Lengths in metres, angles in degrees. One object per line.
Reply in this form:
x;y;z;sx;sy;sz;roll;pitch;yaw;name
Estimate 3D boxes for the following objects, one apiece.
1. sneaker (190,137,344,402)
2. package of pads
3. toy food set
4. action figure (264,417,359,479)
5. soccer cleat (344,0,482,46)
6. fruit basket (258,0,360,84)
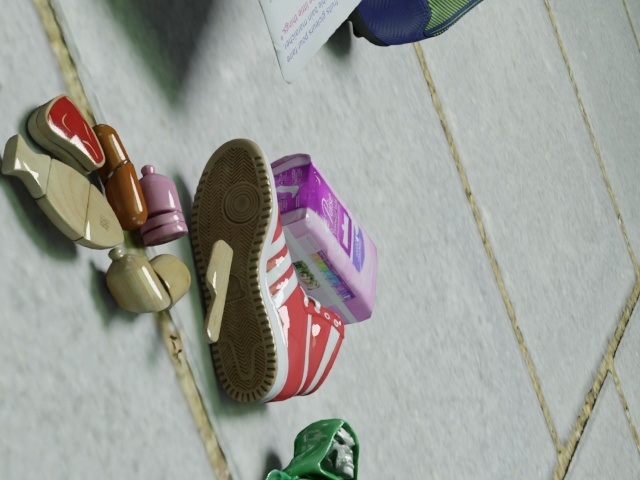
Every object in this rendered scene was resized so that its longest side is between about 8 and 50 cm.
-0.023;0.016;0.699;0.067;0.042;0.118;14;68;-61;sneaker
0.000;0.000;0.780;0.083;0.032;0.050;54;26;-40;package of pads
-0.082;-0.012;0.614;0.122;0.019;0.078;48;31;-32;toy food set
0.008;0.178;0.635;0.137;0.063;0.232;41;34;-48;action figure
0.038;-0.262;0.945;0.093;0.121;0.289;9;66;-67;soccer cleat
-0.011;-0.306;0.731;0.327;0.165;0.353;-57;142;-44;fruit basket
